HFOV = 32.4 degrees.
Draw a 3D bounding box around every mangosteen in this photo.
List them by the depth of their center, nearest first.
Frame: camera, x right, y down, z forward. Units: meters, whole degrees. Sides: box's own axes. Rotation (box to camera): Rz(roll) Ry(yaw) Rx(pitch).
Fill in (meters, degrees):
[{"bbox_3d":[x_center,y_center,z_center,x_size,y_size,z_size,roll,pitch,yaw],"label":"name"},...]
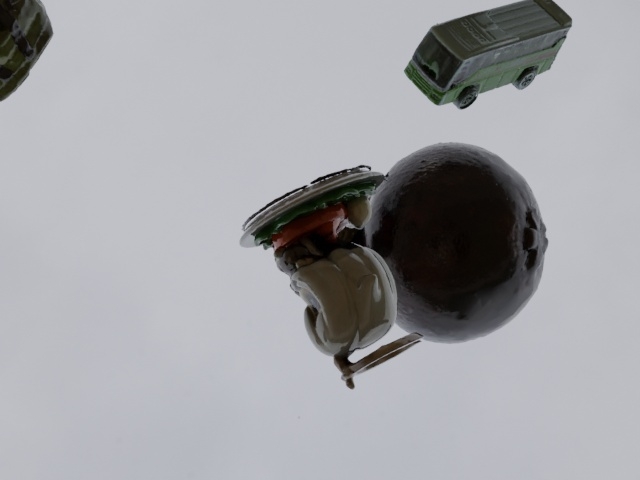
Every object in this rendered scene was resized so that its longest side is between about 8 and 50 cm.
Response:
[{"bbox_3d":[0.125,0.003,1.261,0.265,0.228,0.228,-1,-101,31],"label":"mangosteen"}]

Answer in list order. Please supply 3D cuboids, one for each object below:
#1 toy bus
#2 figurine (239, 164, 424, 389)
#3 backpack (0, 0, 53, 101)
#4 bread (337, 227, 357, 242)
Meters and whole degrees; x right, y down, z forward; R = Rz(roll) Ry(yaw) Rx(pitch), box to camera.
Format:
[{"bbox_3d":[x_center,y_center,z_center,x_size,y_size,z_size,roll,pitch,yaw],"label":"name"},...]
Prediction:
[{"bbox_3d":[0.080,-0.089,0.521,0.083,0.037,0.031,-21,-119,-36],"label":"toy bus"},{"bbox_3d":[0.023,0.033,0.871,0.132,0.132,0.153,-25,-99,-5],"label":"figurine"},{"bbox_3d":[-0.465,-0.277,1.406,0.253,0.140,0.207,30,-101,31],"label":"backpack"},{"bbox_3d":[0.000,0.000,1.186,0.060,0.082,0.113,31,-56,9],"label":"bread"}]
